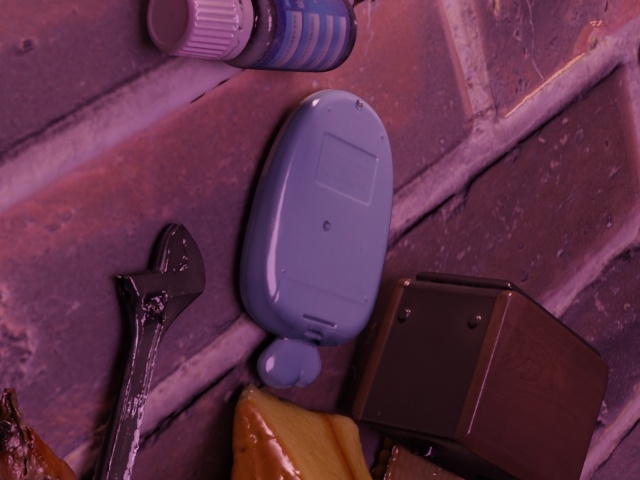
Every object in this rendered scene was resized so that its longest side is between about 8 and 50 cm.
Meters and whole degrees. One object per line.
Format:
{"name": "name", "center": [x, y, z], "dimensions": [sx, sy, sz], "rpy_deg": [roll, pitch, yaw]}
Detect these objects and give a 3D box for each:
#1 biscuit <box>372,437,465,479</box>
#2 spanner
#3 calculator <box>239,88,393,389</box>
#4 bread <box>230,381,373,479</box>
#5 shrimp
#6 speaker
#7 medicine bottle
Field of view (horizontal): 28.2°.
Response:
{"name": "biscuit", "center": [0.131, 0.231, 1.444], "dimensions": [0.172, 0.029, 0.254], "rpy_deg": [32, 70, -44]}
{"name": "spanner", "center": [-0.161, 0.139, 1.095], "dimensions": [0.093, 0.026, 0.325], "rpy_deg": [26, 70, -45]}
{"name": "calculator", "center": [0.000, 0.000, 1.260], "dimensions": [0.188, 0.042, 0.302], "rpy_deg": [20, 77, -48]}
{"name": "bread", "center": [-0.025, 0.339, 1.182], "dimensions": [0.245, 0.361, 0.233], "rpy_deg": [-38, 137, 9]}
{"name": "shrimp", "center": [-0.236, 0.199, 1.028], "dimensions": [0.091, 0.043, 0.184], "rpy_deg": [-44, 132, -44]}
{"name": "speaker", "center": [0.177, 0.160, 1.353], "dimensions": [0.231, 0.153, 0.192], "rpy_deg": [34, 69, -43]}
{"name": "medicine bottle", "center": [-0.060, -0.193, 1.140], "dimensions": [0.203, 0.083, 0.083], "rpy_deg": [-7, 100, -47]}
